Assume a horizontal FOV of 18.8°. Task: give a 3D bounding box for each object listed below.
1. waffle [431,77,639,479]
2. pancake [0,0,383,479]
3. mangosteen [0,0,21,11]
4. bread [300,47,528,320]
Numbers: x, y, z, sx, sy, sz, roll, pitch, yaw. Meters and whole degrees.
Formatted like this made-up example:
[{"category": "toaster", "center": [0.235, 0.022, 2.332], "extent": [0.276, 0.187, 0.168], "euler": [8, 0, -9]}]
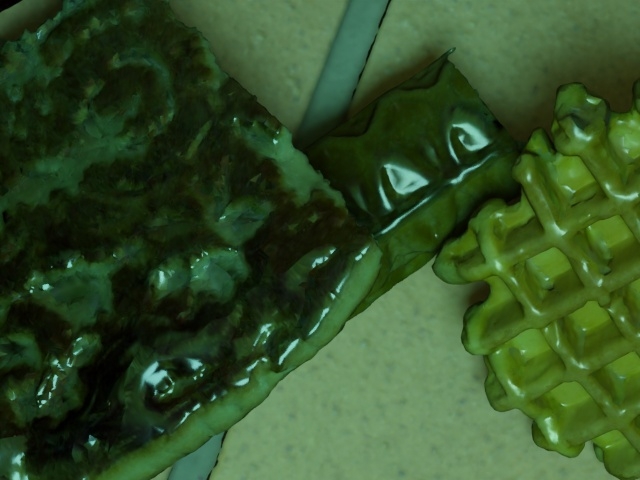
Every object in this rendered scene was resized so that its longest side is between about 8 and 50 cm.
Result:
[{"category": "waffle", "center": [0.219, 0.034, 1.109], "extent": [0.309, 0.065, 0.283], "euler": [9, 122, -1]}, {"category": "pancake", "center": [-0.186, 0.019, 1.122], "extent": [0.426, 0.067, 0.305], "euler": [-26, 68, 10]}, {"category": "mangosteen", "center": [-0.220, -0.221, 1.094], "extent": [0.209, 0.210, 0.210], "euler": [0, 90, -1]}, {"category": "bread", "center": [0.001, 0.001, 1.156], "extent": [0.269, 0.098, 0.087], "euler": [-36, 47, 0]}]
